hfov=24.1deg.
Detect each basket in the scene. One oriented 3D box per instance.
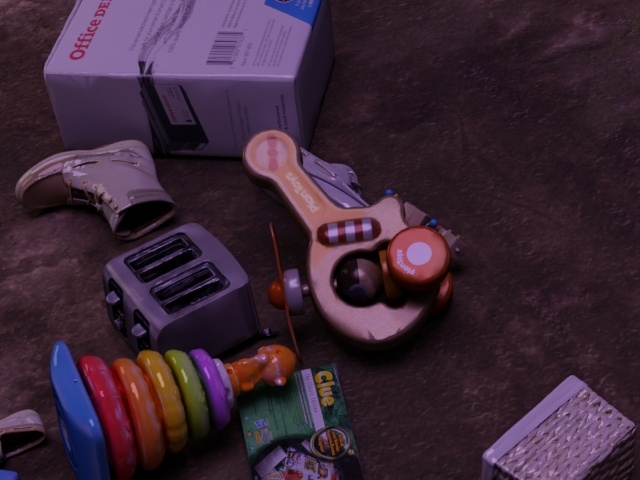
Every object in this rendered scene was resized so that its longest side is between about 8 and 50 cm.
[{"bbox_3d":[0.276,0.258,1.722,0.167,0.113,0.103,-37,51,-28],"label":"basket"}]

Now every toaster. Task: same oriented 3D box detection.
[{"bbox_3d":[-0.179,0.082,1.996,0.186,0.110,0.168,-26,45,-20],"label":"toaster"}]

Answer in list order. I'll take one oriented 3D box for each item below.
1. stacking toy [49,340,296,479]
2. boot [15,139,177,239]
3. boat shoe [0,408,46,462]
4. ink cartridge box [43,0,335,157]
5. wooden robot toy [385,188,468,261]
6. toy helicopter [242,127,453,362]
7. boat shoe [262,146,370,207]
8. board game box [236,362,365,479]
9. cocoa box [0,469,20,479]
[{"bbox_3d":[-0.170,0.189,1.843,0.302,0.166,0.175,-17,45,-17],"label":"stacking toy"},{"bbox_3d":[-0.331,-0.062,2.209,0.213,0.077,0.165,-17,44,-14],"label":"boot"},{"bbox_3d":[-0.409,0.256,1.882,0.135,0.050,0.045,-26,39,-19],"label":"boat shoe"},{"bbox_3d":[-0.197,-0.279,2.361,0.395,0.166,0.285,3,42,11],"label":"ink cartridge box"},{"bbox_3d":[0.130,-0.003,2.093,0.173,0.076,0.079,37,93,39],"label":"wooden robot toy"},{"bbox_3d":[0.000,0.000,1.984,0.235,0.140,0.355,-36,69,-8],"label":"toy helicopter"},{"bbox_3d":[0.015,-0.069,2.152,0.088,0.096,0.267,-37,40,-23],"label":"boat shoe"},{"bbox_3d":[-0.022,0.261,1.830,0.136,0.030,0.259,-13,42,-2],"label":"board game box"},{"bbox_3d":[-0.495,0.377,1.621,0.347,0.231,0.228,6,43,16],"label":"cocoa box"}]
